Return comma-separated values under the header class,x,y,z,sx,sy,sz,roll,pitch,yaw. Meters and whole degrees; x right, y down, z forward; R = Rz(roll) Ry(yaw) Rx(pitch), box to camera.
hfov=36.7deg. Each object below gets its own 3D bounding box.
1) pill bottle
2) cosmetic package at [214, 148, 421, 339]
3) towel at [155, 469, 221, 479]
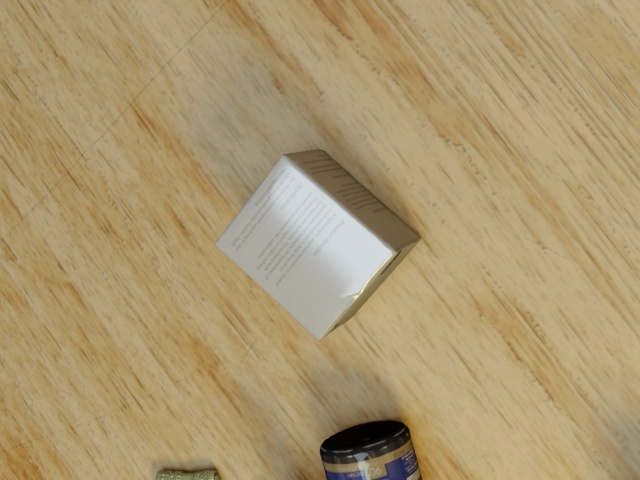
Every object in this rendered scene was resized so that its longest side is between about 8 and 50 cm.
class,x,y,z,sx,sy,sz,roll,pitch,yaw
pill bottle,0.083,0.357,1.262,0.123,0.123,0.219,-14,93,19
cosmetic package,0.000,0.000,1.221,0.184,0.151,0.151,43,108,8
towel,-0.186,0.404,1.403,0.110,0.027,0.148,-5,97,19
